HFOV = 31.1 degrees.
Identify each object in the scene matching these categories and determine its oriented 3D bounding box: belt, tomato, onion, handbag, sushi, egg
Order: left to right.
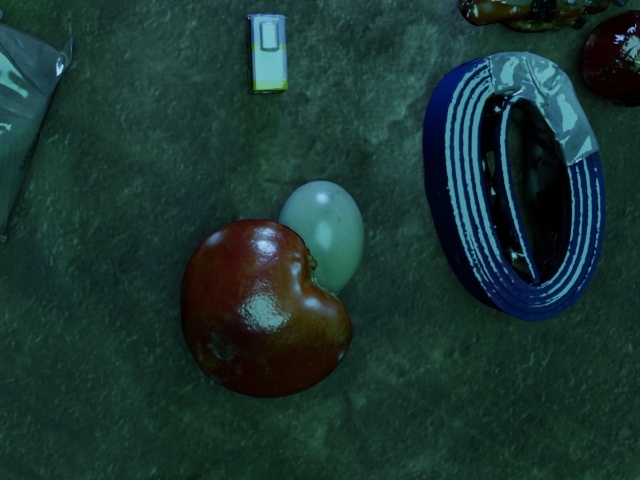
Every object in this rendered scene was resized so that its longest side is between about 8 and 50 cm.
[{"bbox_3d":[-0.409,-0.147,1.371,0.182,0.117,0.271,21,89,-42],"label":"handbag"},{"bbox_3d":[-0.084,0.102,1.405,0.200,0.139,0.233,-33,98,33],"label":"tomato"},{"bbox_3d":[0.000,0.000,1.464,0.114,0.114,0.152,-5,99,-11],"label":"egg"},{"bbox_3d":[0.254,-0.072,1.507,0.212,0.117,0.347,-12,96,-8],"label":"belt"},{"bbox_3d":[0.282,-0.330,1.503,0.226,0.103,0.097,-2,58,-24],"label":"sushi"},{"bbox_3d":[0.409,-0.242,1.528,0.131,0.131,0.131,-1,94,-11],"label":"onion"}]

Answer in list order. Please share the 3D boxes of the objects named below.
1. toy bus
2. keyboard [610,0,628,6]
[{"bbox_3d":[-0.069,-0.239,1.463,0.052,0.058,0.102,-3,95,-11],"label":"toy bus"},{"bbox_3d":[0.268,-0.448,1.491,0.381,0.041,0.103,47,50,1],"label":"keyboard"}]
